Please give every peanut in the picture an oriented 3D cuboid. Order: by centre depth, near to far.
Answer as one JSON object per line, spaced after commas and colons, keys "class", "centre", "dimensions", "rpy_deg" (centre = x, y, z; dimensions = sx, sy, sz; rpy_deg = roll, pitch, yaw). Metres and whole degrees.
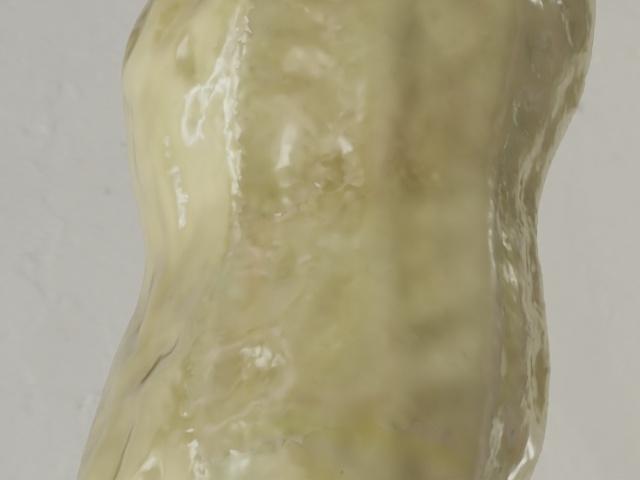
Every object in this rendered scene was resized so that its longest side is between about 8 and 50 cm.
{"class": "peanut", "centre": [0.000, 0.000, 0.431], "dimensions": [0.123, 0.124, 0.256], "rpy_deg": [36, -125, -34]}
